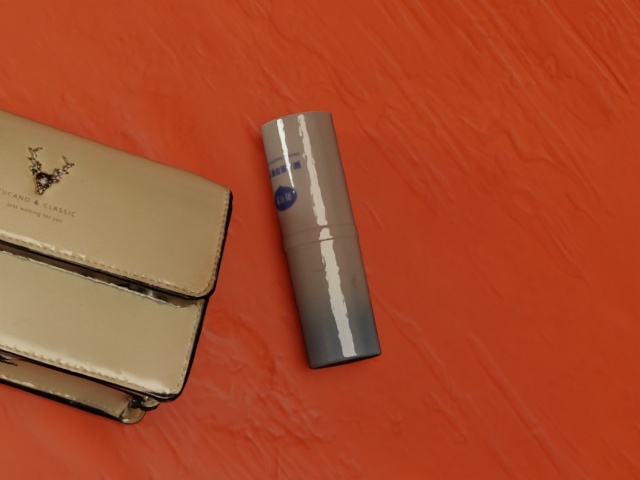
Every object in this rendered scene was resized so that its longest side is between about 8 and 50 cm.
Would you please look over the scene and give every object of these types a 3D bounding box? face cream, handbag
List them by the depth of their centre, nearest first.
[{"bbox_3d":[-0.280,0.001,1.508,0.358,0.160,0.237,19,66,-15],"label":"handbag"},{"bbox_3d":[0.000,0.000,1.645,0.077,0.077,0.250,-10,82,-20],"label":"face cream"}]
